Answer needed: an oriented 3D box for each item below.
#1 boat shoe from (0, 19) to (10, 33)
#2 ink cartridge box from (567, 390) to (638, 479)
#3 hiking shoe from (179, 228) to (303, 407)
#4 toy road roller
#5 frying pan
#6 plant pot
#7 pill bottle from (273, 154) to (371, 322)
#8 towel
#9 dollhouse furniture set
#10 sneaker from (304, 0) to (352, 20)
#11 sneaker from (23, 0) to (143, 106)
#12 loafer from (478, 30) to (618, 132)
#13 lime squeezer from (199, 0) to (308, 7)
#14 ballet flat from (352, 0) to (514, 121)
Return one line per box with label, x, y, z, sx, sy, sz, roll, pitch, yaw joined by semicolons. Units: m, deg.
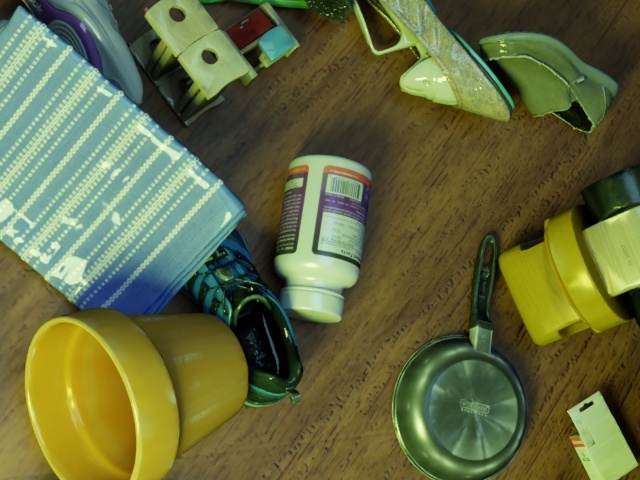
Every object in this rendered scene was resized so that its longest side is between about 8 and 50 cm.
boat shoe;-0.443;-0.195;1.297;0.081;0.079;0.227;46;66;-4
ink cartridge box;0.376;0.270;1.541;0.063;0.029;0.115;-26;88;-23
hiking shoe;-0.103;0.052;1.346;0.113;0.132;0.304;-31;91;-24
toy road roller;0.393;0.028;1.531;0.329;0.241;0.202;-6;72;-59
frying pan;0.223;0.170;1.497;0.197;0.053;0.326;38;71;-10
plant pot;-0.188;0.163;1.248;0.188;0.205;0.205;-14;84;-45
pill bottle;0.000;0.000;1.410;0.108;0.108;0.193;13;75;-18
towel;-0.276;-0.062;1.275;0.336;0.040;0.243;42;111;-8
dollhouse furniture set;-0.122;-0.257;1.406;0.184;0.129;0.129;-38;94;-22
sneaker;-0.029;-0.361;1.496;0.170;0.051;0.089;25;44;-14
sneaker;-0.288;-0.299;1.361;0.152;0.114;0.305;-41;104;-42
loafer;0.317;-0.217;1.568;0.251;0.094;0.087;19;80;-32
lime squeezer;-0.159;-0.351;1.465;0.310;0.059;0.110;29;38;-12
ballet flat;0.130;-0.264;1.534;0.106;0.107;0.316;-38;88;-3
